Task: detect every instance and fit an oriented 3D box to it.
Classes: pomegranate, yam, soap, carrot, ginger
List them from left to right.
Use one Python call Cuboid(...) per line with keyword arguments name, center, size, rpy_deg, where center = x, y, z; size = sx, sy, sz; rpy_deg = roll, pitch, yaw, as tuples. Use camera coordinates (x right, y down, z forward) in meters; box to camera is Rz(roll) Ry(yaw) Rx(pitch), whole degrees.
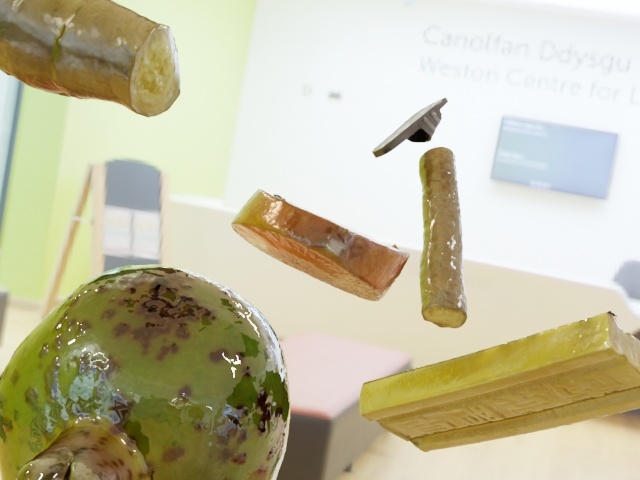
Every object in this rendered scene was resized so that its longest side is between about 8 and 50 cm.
Cuboid(name="ginger", center=(-0.262, -0.206, 1.004), size=(0.263, 0.116, 0.109), rpy_deg=(26, -19, 12))
Cuboid(name="pomegranate", center=(-0.118, 0.122, 0.637), size=(0.202, 0.202, 0.248), rpy_deg=(11, 12, 6))
Cuboid(name="carrot", center=(0.000, 0.000, 1.491), size=(0.258, 0.100, 0.307), rpy_deg=(24, -6, -7))
Cuboid(name="yam", center=(0.204, -0.015, 1.746), size=(0.081, 0.356, 0.081), rpy_deg=(1, -37, 1))
Cuboid(name="soap", center=(0.148, 0.122, 0.821), size=(0.092, 0.037, 0.252), rpy_deg=(35, -40, -30))

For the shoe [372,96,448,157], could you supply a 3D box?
Cuboid(name="shoe", center=(0.167, -0.188, 1.818), size=(0.179, 0.049, 0.071), rpy_deg=(-41, 13, -25))
